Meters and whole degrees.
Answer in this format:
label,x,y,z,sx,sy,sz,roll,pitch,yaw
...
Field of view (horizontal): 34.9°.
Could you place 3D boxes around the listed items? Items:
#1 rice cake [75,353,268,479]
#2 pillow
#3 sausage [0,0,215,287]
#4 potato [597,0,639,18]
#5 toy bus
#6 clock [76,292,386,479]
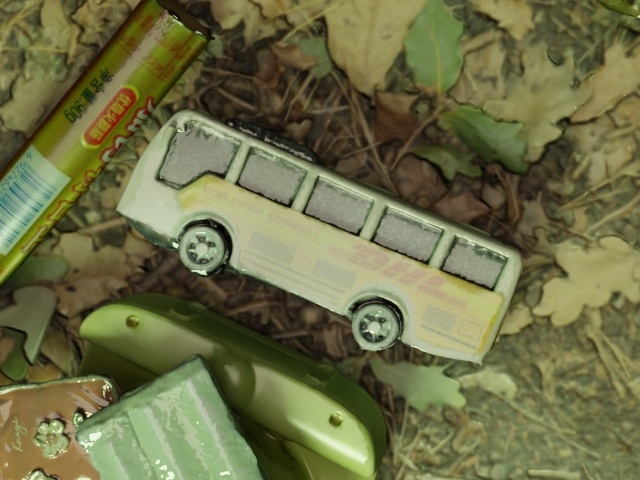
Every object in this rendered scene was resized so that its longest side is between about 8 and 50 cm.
label,x,y,z,sx,sy,sz,roll,pitch,yaw
rice cake,-0.090,0.217,0.801,0.127,0.043,0.237,-27,95,-4
pillow,-0.265,0.183,0.842,0.232,0.043,0.126,-10,89,7
sausage,-0.243,-0.068,0.931,0.082,0.082,0.371,42,98,5
potato,0.351,-0.281,0.756,0.242,0.242,0.285,24,114,8
toy bus,0.000,0.000,0.882,0.342,0.097,0.138,25,94,7
clock,-0.123,0.244,0.901,0.286,0.117,0.348,24,96,8
